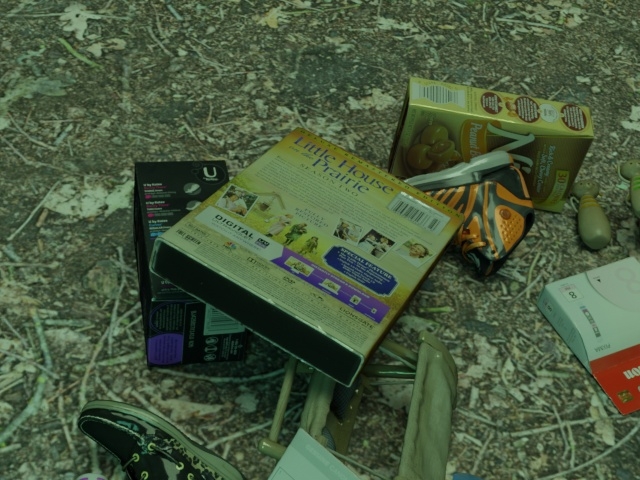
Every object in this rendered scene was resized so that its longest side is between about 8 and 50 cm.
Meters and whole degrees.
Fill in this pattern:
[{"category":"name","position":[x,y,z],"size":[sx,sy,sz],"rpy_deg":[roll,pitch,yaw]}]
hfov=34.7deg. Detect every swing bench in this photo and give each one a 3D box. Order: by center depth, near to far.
[{"category":"swing bench","position":[0.058,0.245,1.360],"size":[0.254,0.165,0.253],"rpy_deg":[14,46,1]}]

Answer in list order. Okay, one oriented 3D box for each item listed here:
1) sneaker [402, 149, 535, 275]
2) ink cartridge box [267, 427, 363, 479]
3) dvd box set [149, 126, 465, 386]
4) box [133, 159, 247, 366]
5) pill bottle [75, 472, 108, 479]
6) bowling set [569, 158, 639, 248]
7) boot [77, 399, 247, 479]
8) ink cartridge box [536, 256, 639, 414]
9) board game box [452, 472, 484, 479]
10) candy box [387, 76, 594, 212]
[{"category":"sneaker","position":[0.202,-0.016,1.660],"size":[0.321,0.124,0.180],"rpy_deg":[-21,74,-5]},{"category":"ink cartridge box","position":[0.017,0.390,1.169],"size":[0.275,0.239,0.060],"rpy_deg":[36,6,29]},{"category":"dvd box set","position":[0.000,0.000,1.435],"size":[0.307,0.062,0.420],"rpy_deg":[29,35,10]},{"category":"box","position":[-0.194,0.030,1.508],"size":[0.143,0.165,0.270],"rpy_deg":[-3,49,-15]},{"category":"pill bottle","position":[-0.289,0.338,1.286],"size":[0.043,0.043,0.083],"rpy_deg":[3,47,-9]},{"category":"bowling set","position":[0.593,-0.084,1.758],"size":[0.287,0.200,0.154],"rpy_deg":[10,45,-8]},{"category":"boot","position":[-0.222,0.317,1.269],"size":[0.236,0.085,0.178],"rpy_deg":[31,49,-6]},{"category":"ink cartridge box","position":[0.484,0.143,1.617],"size":[0.189,0.066,0.232],"rpy_deg":[-15,48,-24]},{"category":"board game box","position":[0.200,0.389,1.332],"size":[0.133,0.033,0.169],"rpy_deg":[40,39,-12]},{"category":"candy box","position":[0.288,-0.163,1.771],"size":[0.316,0.183,0.087],"rpy_deg":[10,46,-2]}]
